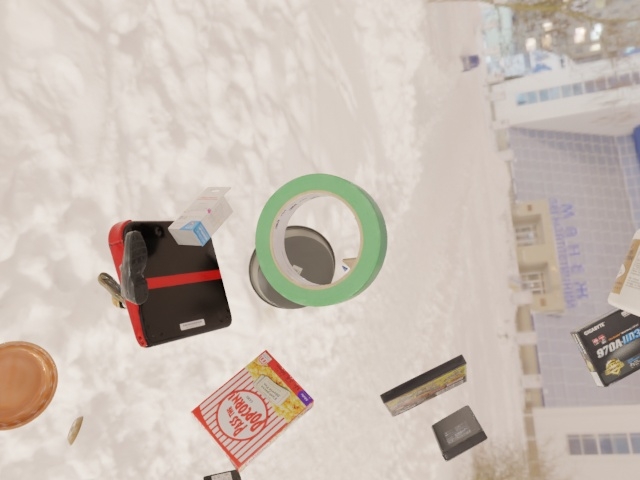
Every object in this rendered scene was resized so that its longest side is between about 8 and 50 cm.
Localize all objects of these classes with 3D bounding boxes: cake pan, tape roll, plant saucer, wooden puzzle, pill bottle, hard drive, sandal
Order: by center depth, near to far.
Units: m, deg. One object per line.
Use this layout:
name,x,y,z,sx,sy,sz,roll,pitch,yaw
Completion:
pill bottle,0.665,0.041,1.226,0.229,0.131,0.131,-68,161,2
hard drive,0.278,0.388,1.281,0.022,0.094,0.135,58,4,-6
plant saucer,-0.684,0.316,1.388,0.200,0.037,0.200,-8,102,-41
tape roll,0.000,0.000,1.539,0.077,0.321,0.321,7,76,-71
plant saucer,-0.678,0.521,1.738,0.015,0.083,0.083,26,48,-22
sandal,-0.599,0.166,1.862,0.180,0.049,0.072,51,8,-30
wooden puzzle,0.116,0.077,2.016,0.078,0.116,0.014,53,46,-42
cake pan,-0.085,0.097,2.038,0.054,0.293,0.293,-130,-156,-66

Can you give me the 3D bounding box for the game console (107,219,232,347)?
game console,-0.409,0.105,1.760,0.386,0.060,0.342,-4,79,-62

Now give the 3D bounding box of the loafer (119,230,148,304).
loafer,-0.434,0.061,1.435,0.062,0.061,0.170,-15,109,-62

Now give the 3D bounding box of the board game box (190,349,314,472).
board game box,-0.132,0.332,1.240,0.193,0.147,0.045,-38,156,-24

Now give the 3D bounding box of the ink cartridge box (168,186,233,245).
ink cartridge box,-0.313,-0.068,1.714,0.181,0.104,0.061,-54,132,-34

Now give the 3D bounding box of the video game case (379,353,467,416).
video game case,0.326,0.456,1.960,0.035,0.275,0.248,64,0,27

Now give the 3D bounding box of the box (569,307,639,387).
box,0.854,0.295,1.812,0.051,0.220,0.175,125,-59,-77

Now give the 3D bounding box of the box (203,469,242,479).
box,-0.179,0.566,1.244,0.180,0.078,0.147,-149,-128,-72
